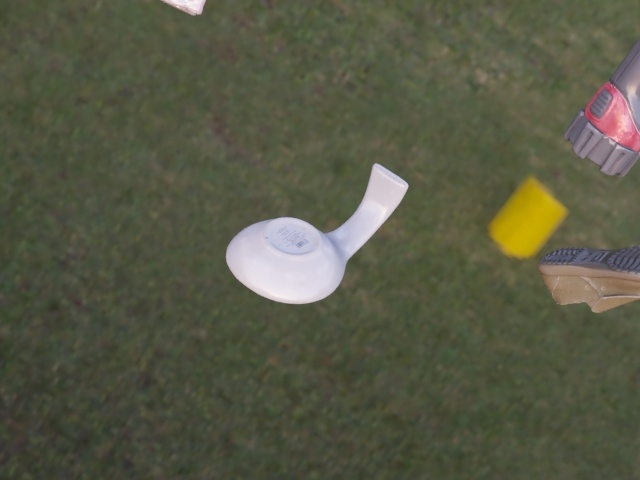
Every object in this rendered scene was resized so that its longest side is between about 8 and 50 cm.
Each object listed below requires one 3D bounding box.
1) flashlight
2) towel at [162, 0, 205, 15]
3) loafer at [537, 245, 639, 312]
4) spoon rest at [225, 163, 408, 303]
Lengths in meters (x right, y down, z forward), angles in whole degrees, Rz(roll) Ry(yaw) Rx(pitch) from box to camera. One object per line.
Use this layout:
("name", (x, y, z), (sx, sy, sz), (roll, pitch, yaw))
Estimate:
("flashlight", (0.443, -0.227, 2.002), (0.103, 0.304, 0.103), (36, 21, 3))
("towel", (-0.241, -0.494, 1.979), (0.332, 0.317, 0.053), (23, 5, -10))
("loafer", (0.264, 0.036, 1.370), (0.148, 0.050, 0.056), (6, 31, 43))
("spoon rest", (0.000, 0.000, 1.875), (0.137, 0.084, 0.276), (35, 45, 23))
